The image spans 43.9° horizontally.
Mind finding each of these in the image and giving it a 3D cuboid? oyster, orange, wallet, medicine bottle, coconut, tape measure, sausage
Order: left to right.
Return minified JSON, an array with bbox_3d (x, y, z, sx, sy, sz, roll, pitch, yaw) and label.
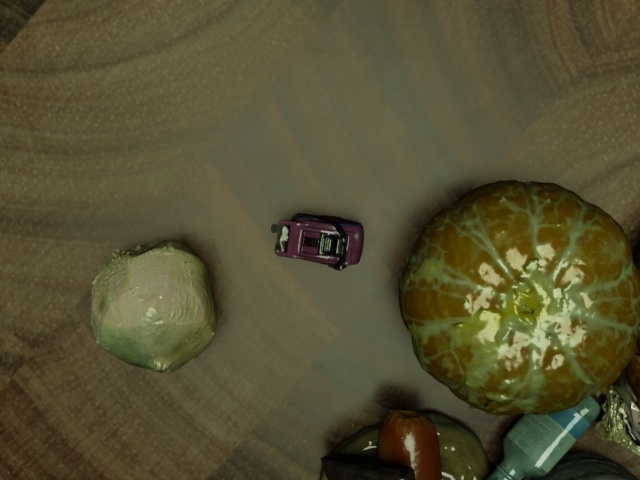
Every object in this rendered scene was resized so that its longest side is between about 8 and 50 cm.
[{"bbox_3d":[-0.235,0.102,1.139,0.194,0.194,0.194,0,95,1],"label":"coconut"},{"bbox_3d":[0.000,0.000,1.157,0.125,0.118,0.074,11,97,17],"label":"tape measure"},{"bbox_3d":[0.085,0.422,1.127,0.049,0.182,0.229,-15,94,-38],"label":"wallet"},{"bbox_3d":[0.139,0.392,1.156,0.089,0.083,0.300,-10,96,-17],"label":"sausage"},{"bbox_3d":[0.273,0.078,1.095,0.329,0.249,0.329,0,87,-2],"label":"orange"},{"bbox_3d":[0.323,0.302,1.186,0.208,0.090,0.054,-49,123,0],"label":"medicine bottle"},{"bbox_3d":[0.479,0.245,1.202,0.163,0.081,0.191,-27,78,-21],"label":"oyster"}]

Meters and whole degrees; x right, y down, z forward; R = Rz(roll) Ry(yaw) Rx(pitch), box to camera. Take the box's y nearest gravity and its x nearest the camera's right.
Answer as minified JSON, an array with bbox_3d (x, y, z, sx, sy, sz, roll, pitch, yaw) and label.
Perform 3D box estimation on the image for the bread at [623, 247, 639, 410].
[{"bbox_3d":[0.585,0.115,1.058,0.204,0.337,0.358,17,93,-34],"label":"bread"}]

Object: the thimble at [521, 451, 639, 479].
[{"bbox_3d":[0.387,0.441,1.171,0.217,0.157,0.245,39,93,0],"label":"thimble"}]

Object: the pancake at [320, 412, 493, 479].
[{"bbox_3d":[0.137,0.403,1.223,0.294,0.049,0.294,0,93,0],"label":"pancake"}]
